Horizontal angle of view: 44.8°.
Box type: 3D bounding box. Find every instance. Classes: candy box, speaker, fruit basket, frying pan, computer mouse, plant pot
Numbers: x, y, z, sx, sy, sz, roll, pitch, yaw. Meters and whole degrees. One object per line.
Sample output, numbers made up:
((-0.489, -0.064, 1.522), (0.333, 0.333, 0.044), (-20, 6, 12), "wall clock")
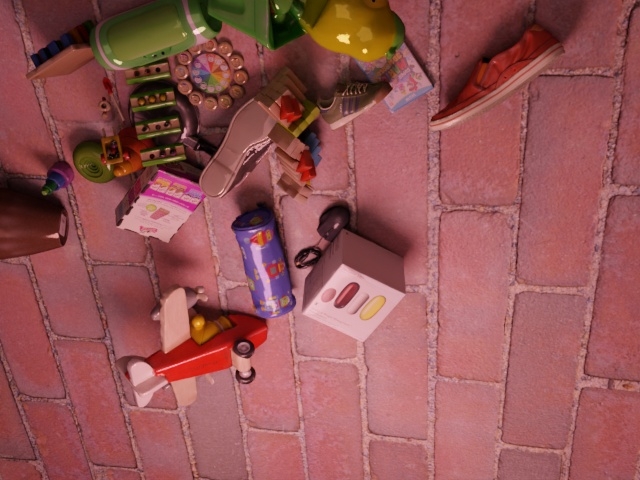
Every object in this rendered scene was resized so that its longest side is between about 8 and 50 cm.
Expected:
((-0.413, -0.108, 2.032), (0.159, 0.071, 0.233), (20, 129, -35), "candy box")
((-0.381, -0.487, 1.796), (0.296, 0.131, 0.131), (-12, 117, 21), "speaker")
((0.002, -0.514, 1.537), (0.392, 0.392, 0.283), (8, 122, 9), "fruit basket")
((-0.366, -0.258, 1.983), (0.197, 0.053, 0.326), (-26, 109, 28), "frying pan")
((0.000, 0.000, 2.049), (0.071, 0.041, 0.242), (32, 124, -7), "computer mouse")
((-0.827, -0.044, 2.153), (0.230, 0.215, 0.215), (3, 123, -4), "plant pot")

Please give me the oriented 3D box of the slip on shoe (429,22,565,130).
((0.372, -0.350, 1.707), (0.331, 0.123, 0.101), (-36, 84, 30), "slip on shoe")

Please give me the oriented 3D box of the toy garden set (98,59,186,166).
((-0.449, -0.301, 1.881), (0.203, 0.049, 0.244), (-10, 95, -2), "toy garden set")

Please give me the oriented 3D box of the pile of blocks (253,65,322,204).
((-0.039, -0.228, 1.833), (0.112, 0.149, 0.362), (43, 156, 40), "pile of blocks")

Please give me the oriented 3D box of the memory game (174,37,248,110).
((-0.265, -0.402, 1.878), (0.186, 0.012, 0.186), (4, 118, 8), "memory game")

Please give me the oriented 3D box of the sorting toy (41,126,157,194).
((-0.592, -0.179, 2.014), (0.365, 0.126, 0.127), (-13, 123, 28), "sorting toy")

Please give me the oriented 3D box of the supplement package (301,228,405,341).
((0.086, 0.118, 2.016), (0.194, 0.149, 0.203), (25, 125, -16), "supplement package")

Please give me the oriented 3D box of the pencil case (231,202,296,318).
((-0.154, 0.058, 2.076), (0.133, 0.119, 0.306), (27, 138, 49), "pencil case")

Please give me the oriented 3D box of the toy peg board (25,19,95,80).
((-0.614, -0.461, 1.860), (0.161, 0.160, 0.079), (-23, 97, 25), "toy peg board")

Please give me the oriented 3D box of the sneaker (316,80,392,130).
((0.069, -0.332, 1.803), (0.192, 0.064, 0.086), (-28, 112, 38), "sneaker")

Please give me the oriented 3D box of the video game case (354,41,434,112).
((0.167, -0.389, 1.782), (0.119, 0.015, 0.166), (-28, 111, 27), "video game case")

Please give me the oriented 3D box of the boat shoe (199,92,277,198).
((-0.182, -0.244, 1.917), (0.112, 0.095, 0.335), (41, 110, 2), "boat shoe")

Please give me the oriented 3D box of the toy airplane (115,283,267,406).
((-0.391, 0.301, 2.198), (0.386, 0.272, 0.384), (-44, 135, 18), "toy airplane")
